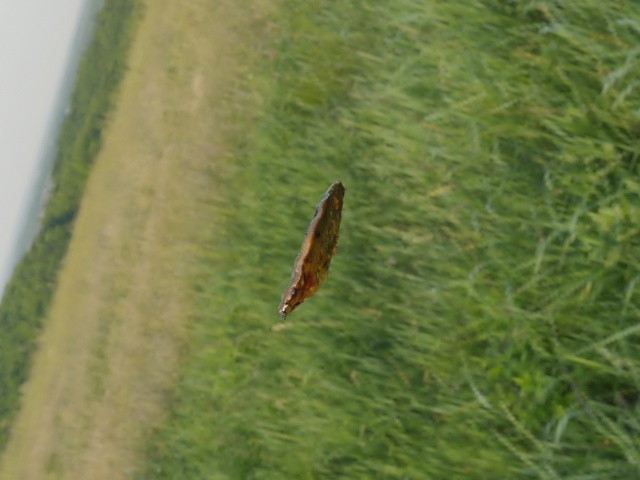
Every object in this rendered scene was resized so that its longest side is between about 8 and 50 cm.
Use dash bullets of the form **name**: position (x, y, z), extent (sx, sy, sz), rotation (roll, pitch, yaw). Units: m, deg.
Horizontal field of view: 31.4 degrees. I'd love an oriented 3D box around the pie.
- **pie**: position (0.001, -0.003, 1.009), extent (0.191, 0.033, 0.088), rotation (-67, -8, -64)
